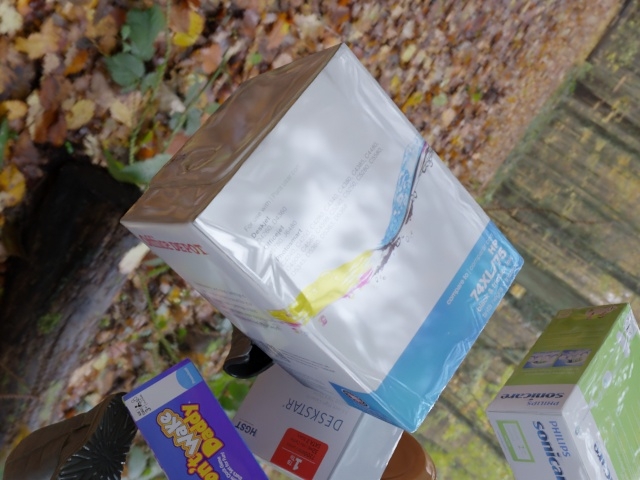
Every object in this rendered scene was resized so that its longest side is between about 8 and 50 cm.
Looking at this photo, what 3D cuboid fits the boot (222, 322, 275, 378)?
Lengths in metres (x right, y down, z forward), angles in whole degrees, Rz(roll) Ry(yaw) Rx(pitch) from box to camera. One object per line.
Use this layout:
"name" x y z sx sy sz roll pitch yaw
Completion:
"boot" -0.019 0.051 0.831 0.246 0.083 0.161 -41 -146 18

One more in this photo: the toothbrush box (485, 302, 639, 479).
"toothbrush box" 0.386 0.250 1.037 0.122 0.206 0.283 -14 -163 44

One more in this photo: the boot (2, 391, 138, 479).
"boot" -0.313 0.271 0.825 0.209 0.076 0.189 -23 -157 29

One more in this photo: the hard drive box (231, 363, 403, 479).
"hard drive box" 0.018 0.186 0.881 0.089 0.181 0.232 48 63 -41

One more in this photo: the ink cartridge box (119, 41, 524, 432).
"ink cartridge box" 0.000 0.000 0.652 0.197 0.270 0.198 -52 -155 -18

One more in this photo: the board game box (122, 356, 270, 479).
"board game box" -0.099 0.310 0.795 0.078 0.233 0.347 -30 151 -19

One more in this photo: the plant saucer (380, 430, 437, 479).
"plant saucer" 0.073 0.318 1.033 0.200 0.200 0.037 -35 138 -62
